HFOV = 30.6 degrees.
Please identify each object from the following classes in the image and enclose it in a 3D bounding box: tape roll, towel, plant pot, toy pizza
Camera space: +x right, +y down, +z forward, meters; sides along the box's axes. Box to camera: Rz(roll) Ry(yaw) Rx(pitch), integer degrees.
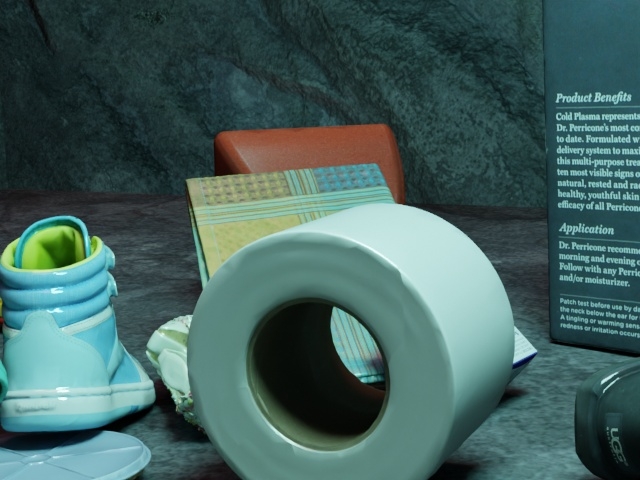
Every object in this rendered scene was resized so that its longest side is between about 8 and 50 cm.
[{"bbox_3d":[0.030,0.097,1.019,0.246,0.246,0.169,2,11,25],"label":"tape roll"},{"bbox_3d":[-0.008,0.043,1.401,0.271,0.040,0.370,-5,44,-14],"label":"towel"},{"bbox_3d":[0.000,0.000,1.651,0.267,0.267,0.236,-4,22,-12],"label":"plant pot"},{"bbox_3d":[-0.252,0.210,1.043,0.201,0.032,0.201,-3,6,0],"label":"toy pizza"}]

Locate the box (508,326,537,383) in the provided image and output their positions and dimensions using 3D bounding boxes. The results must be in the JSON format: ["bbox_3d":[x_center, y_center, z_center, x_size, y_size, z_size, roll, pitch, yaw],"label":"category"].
[{"bbox_3d":[0.142,0.106,1.261,0.137,0.072,0.126,49,34,20],"label":"box"}]

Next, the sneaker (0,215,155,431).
[{"bbox_3d":[-0.247,0.081,1.222,0.127,0.208,0.319,-3,-2,-1],"label":"sneaker"}]

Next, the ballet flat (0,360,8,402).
[{"bbox_3d":[-0.374,0.172,1.010,0.087,0.083,0.247,27,51,32],"label":"ballet flat"}]

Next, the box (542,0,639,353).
[{"bbox_3d":[0.539,-0.121,1.541,0.297,0.472,0.480,7,12,42],"label":"box"}]

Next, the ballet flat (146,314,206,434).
[{"bbox_3d":[-0.143,0.128,1.251,0.077,0.091,0.241,29,2,-28],"label":"ballet flat"}]

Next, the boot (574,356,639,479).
[{"bbox_3d":[0.442,0.122,0.841,0.367,0.146,0.445,-17,0,-16],"label":"boot"}]

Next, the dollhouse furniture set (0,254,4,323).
[{"bbox_3d":[-0.596,0.077,1.727,0.374,0.152,0.201,14,6,-9],"label":"dollhouse furniture set"}]
